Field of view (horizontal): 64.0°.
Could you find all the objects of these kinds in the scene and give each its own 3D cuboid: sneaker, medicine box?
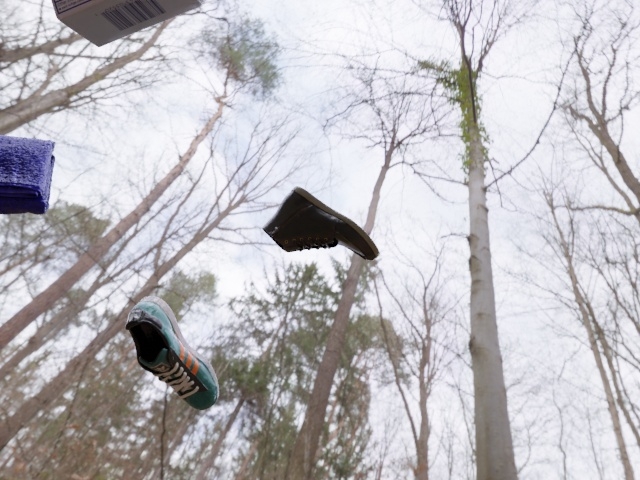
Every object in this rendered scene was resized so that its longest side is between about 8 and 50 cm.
[{"bbox_3d":[-0.339,0.276,1.149,0.108,0.121,0.302,-28,-77,13],"label":"sneaker"},{"bbox_3d":[-0.419,-0.595,1.041,0.263,0.149,0.289,-19,-94,6],"label":"medicine box"},{"bbox_3d":[0.000,0.000,0.989,0.222,0.118,0.083,35,-13,21],"label":"sneaker"}]

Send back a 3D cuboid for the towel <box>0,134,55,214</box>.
[{"bbox_3d":[-0.757,-0.160,1.117,0.308,0.228,0.076,2,-37,-24],"label":"towel"}]
